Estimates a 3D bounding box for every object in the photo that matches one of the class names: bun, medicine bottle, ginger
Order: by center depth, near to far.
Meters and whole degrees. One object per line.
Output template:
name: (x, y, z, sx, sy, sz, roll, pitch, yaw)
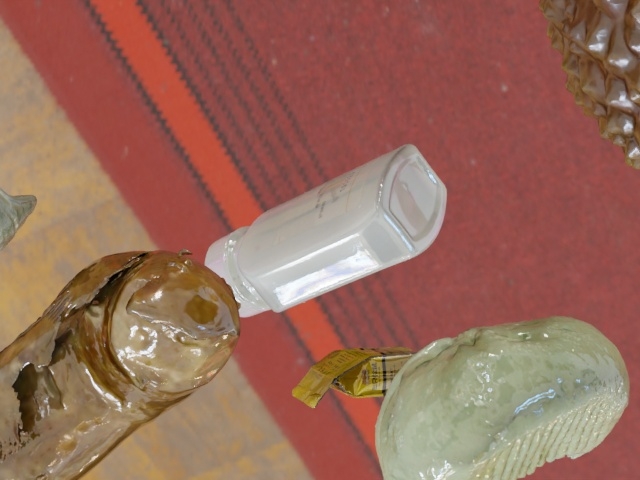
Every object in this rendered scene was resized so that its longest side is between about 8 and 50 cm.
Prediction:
ginger: (-0.170, 0.098, 0.817, 0.309, 0.133, 0.107, -33, 80, 21)
bun: (0.134, 0.133, 1.045, 0.212, 0.126, 0.204, -13, 146, -34)
medicine bottle: (0.000, 0.000, 1.541, 0.296, 0.161, 0.111, -23, 114, 36)

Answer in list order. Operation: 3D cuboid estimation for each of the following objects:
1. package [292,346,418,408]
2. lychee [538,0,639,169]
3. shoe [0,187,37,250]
package: (0.042, 0.130, 1.285, 0.131, 0.071, 0.047, -2, 95, -17)
lychee: (0.230, -0.127, 0.631, 0.267, 0.267, 0.267, -4, 128, -5)
shoe: (-0.337, -0.096, 1.030, 0.109, 0.149, 0.293, -18, 110, 38)
